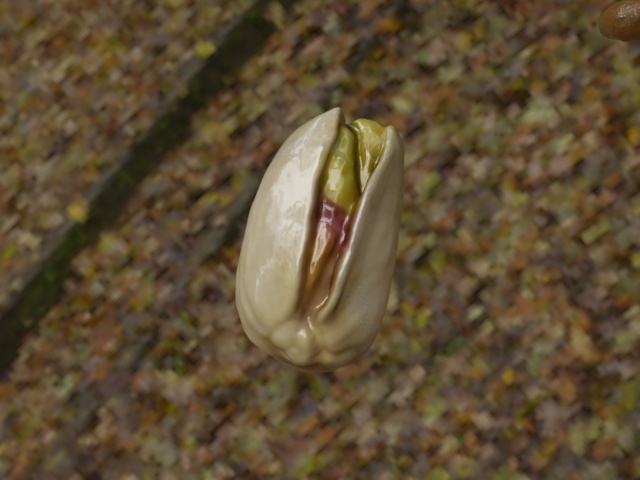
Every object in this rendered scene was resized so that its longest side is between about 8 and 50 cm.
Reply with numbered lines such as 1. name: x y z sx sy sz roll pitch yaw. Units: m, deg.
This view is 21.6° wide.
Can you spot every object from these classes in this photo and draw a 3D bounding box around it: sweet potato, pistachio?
1. sweet potato: 0.252 -0.176 1.268 0.044 0.044 0.179 -49 6 -15
2. pistachio: 0.000 0.000 1.269 0.145 0.117 0.200 -25 -56 -89
